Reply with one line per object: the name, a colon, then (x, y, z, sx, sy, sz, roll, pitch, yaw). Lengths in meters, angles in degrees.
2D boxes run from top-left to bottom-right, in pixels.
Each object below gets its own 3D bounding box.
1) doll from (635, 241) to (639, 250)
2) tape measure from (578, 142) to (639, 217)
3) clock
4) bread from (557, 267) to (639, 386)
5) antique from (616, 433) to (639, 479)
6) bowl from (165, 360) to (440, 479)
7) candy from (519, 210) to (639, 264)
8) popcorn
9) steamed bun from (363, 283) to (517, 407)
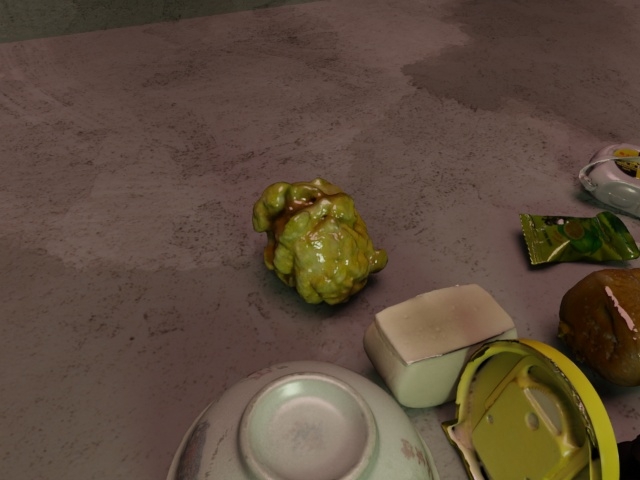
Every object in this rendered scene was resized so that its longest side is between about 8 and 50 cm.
doll: (0.761, 0.024, 1.256, 0.135, 0.071, 0.113, 15, 36, 19)
tape measure: (0.774, -0.157, 1.403, 0.236, 0.120, 0.197, 24, 53, 14)
clock: (0.300, 0.283, 0.805, 0.071, 0.293, 0.277, -2, 48, -23)
bread: (0.566, 0.162, 1.019, 0.247, 0.176, 0.195, -1, 52, -25)
antique: (0.473, 0.352, 0.736, 0.255, 0.322, 0.185, 1, 74, -23)
bowl: (-0.020, 0.317, 0.802, 0.435, 0.196, 0.434, 2, 44, -2)
candy: (0.573, -0.006, 1.271, 0.247, 0.069, 0.149, 1, 48, -9)
popcorn: (0.000, 0.000, 1.123, 0.250, 0.235, 0.242, 45, 38, 21)
steamed bun: (0.202, 0.188, 0.973, 0.242, 0.164, 0.146, -15, 45, -17)
